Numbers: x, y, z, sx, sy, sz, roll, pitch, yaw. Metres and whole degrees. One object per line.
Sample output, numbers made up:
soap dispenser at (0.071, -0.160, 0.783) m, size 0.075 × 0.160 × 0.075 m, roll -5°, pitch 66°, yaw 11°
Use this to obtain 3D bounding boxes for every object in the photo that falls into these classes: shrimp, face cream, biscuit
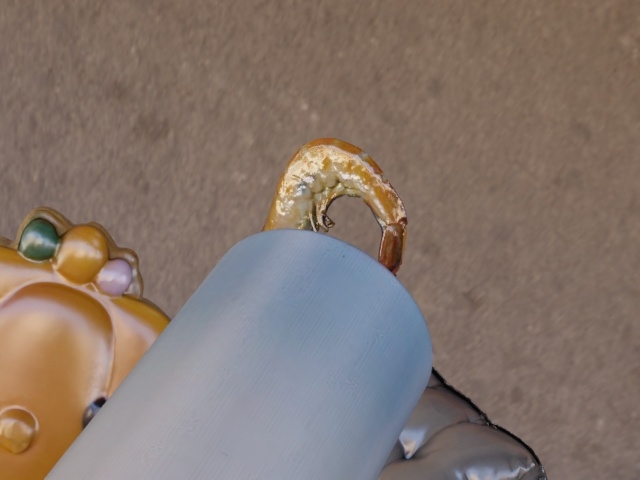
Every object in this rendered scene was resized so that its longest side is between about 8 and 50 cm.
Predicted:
shrimp at (0.000, 0.000, 0.835) m, size 0.091 × 0.127 × 0.025 m, roll 48°, pitch 39°, yaw 8°
face cream at (-0.049, 0.095, 0.353) m, size 0.077 × 0.077 × 0.250 m, roll 34°, pitch 43°, yaw 1°
biscuit at (-0.137, 0.067, 0.694) m, size 0.170 × 0.050 × 0.170 m, roll -1°, pitch 97°, yaw -10°

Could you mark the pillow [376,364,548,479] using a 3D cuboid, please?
pillow at (-0.037, 0.183, 0.993) m, size 0.326 × 0.101 × 0.228 m, roll -35°, pitch 52°, yaw -18°
